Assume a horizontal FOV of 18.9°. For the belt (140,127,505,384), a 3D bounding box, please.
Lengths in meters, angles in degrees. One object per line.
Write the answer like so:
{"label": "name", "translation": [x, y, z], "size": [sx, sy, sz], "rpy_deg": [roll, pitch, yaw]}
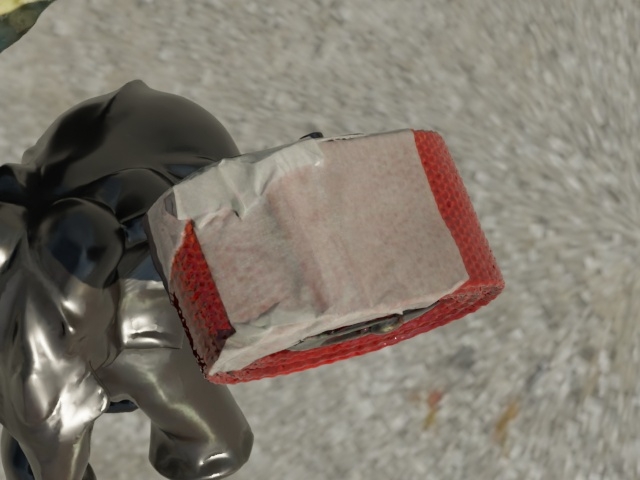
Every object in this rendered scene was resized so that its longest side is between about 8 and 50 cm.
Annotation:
{"label": "belt", "translation": [0.000, 0.000, 1.061], "size": [0.128, 0.201, 0.124], "rpy_deg": [-35, 72, 47]}

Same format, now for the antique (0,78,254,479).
{"label": "antique", "translation": [-0.139, 0.034, 1.291], "size": [0.185, 0.322, 0.255], "rpy_deg": [3, 126, 14]}

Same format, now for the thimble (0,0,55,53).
{"label": "thimble", "translation": [-0.277, -0.224, 1.314], "size": [0.291, 0.291, 0.195], "rpy_deg": [-39, 109, 8]}
